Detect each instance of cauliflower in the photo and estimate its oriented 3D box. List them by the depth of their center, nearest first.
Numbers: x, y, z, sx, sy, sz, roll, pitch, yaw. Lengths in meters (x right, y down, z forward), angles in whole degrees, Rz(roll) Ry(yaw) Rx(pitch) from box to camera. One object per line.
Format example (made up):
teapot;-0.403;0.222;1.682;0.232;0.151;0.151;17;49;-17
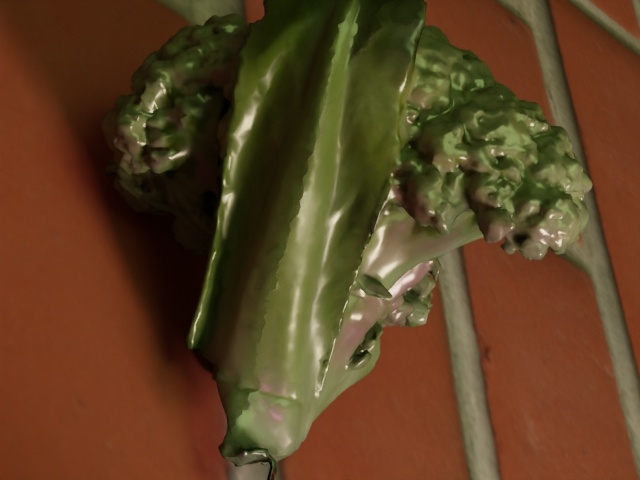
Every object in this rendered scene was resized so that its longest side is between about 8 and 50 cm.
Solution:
cauliflower;0.000;0.000;0.979;0.256;0.239;0.315;26;73;-21
